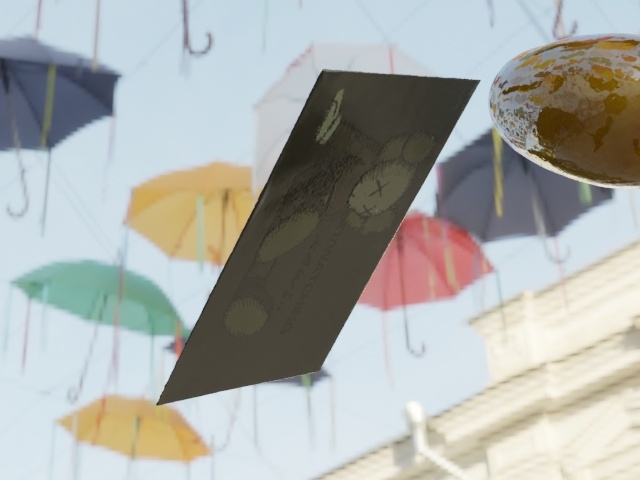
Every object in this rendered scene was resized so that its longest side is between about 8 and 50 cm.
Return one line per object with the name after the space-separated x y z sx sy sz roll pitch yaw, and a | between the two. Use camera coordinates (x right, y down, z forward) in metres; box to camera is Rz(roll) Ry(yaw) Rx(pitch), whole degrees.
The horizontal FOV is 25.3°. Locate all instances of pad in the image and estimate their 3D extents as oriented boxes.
0.000 0.000 0.693 0.127 0.004 0.190 -6 -49 -51 | pad

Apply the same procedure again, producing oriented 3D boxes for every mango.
0.156 -0.082 0.838 0.102 0.184 0.085 -16 -68 -17 | mango
